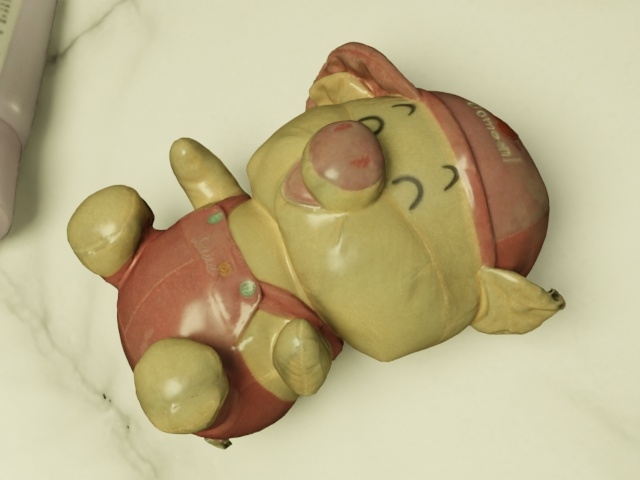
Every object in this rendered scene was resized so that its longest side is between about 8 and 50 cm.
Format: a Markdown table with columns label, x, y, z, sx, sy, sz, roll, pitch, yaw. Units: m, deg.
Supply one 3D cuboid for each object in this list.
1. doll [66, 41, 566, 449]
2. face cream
| label | x | y | z | sx | sy | sz | roll | pitch | yaw |
| --- | --- | --- | --- | --- | --- | --- | --- | --- | --- |
| doll | 0.000 | 0.000 | 0.529 | 0.256 | 0.152 | 0.196 | -27 | 86 | -5 |
| face cream | -0.246 | -0.130 | 0.635 | 0.154 | 0.096 | 0.274 | -8 | 61 | 7 |
